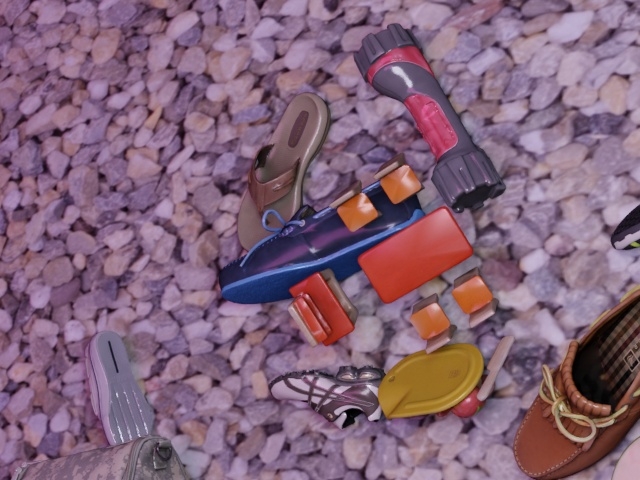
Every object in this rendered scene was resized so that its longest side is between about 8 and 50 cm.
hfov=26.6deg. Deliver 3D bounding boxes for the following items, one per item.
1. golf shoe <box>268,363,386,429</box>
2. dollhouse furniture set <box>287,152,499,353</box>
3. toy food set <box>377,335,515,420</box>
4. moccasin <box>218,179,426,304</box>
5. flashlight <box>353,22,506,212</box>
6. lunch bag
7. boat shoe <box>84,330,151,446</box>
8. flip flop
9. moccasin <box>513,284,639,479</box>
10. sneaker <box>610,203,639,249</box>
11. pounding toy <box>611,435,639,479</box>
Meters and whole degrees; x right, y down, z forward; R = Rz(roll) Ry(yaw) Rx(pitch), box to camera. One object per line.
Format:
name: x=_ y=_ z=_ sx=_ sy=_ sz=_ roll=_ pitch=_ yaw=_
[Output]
golf shoe: x=0.006 y=0.241 z=2.055 sx=0.198 sy=0.077 sz=0.093 roll=-8 pitch=77 yaw=31
dollhouse furniture set: x=0.090 y=0.048 z=1.929 sx=0.259 sy=0.135 sz=0.262 roll=-32 pitch=93 yaw=14
toy food set: x=0.187 y=0.217 z=1.943 sx=0.218 sy=0.071 sz=0.128 roll=-14 pitch=37 yaw=39
moccasin: x=0.000 y=0.000 z=2.091 sx=0.342 sy=0.138 sz=0.116 roll=-20 pitch=66 yaw=12
flashlight: x=0.156 y=-0.181 z=2.029 sx=0.103 sy=0.103 sz=0.304 roll=-35 pitch=64 yaw=20
lunch bag: x=-0.349 y=0.455 z=2.152 sx=0.305 sy=0.212 sz=0.256 roll=-18 pitch=71 yaw=29
boat shoe: x=-0.342 y=0.265 z=2.274 sx=0.076 sy=0.083 sz=0.226 roll=-36 pitch=61 yaw=52
flip flop: x=-0.069 y=-0.110 z=2.165 sx=0.112 sy=0.080 sz=0.277 roll=26 pitch=94 yaw=32
moccasin: x=0.362 y=0.187 z=1.764 sx=0.380 sy=0.147 sz=0.139 roll=-51 pitch=52 yaw=41
sneaker: x=0.494 y=-0.019 z=1.801 sx=0.235 sy=0.084 sz=0.097 roll=-28 pitch=103 yaw=42
pounding toy: x=0.494 y=0.315 z=1.734 sx=0.237 sy=0.110 sz=0.183 roll=-29 pitch=73 yaw=15
